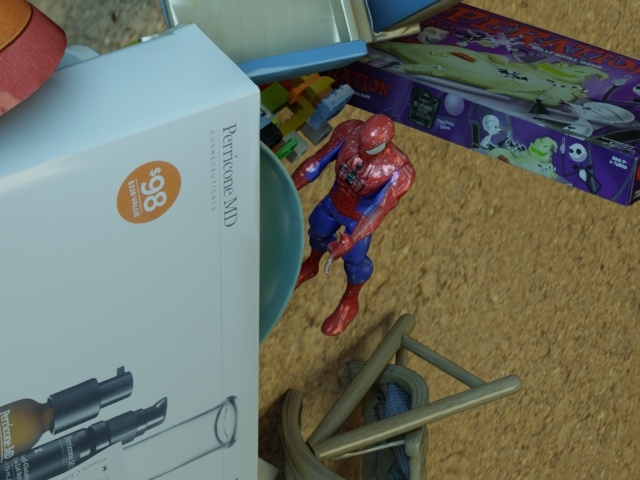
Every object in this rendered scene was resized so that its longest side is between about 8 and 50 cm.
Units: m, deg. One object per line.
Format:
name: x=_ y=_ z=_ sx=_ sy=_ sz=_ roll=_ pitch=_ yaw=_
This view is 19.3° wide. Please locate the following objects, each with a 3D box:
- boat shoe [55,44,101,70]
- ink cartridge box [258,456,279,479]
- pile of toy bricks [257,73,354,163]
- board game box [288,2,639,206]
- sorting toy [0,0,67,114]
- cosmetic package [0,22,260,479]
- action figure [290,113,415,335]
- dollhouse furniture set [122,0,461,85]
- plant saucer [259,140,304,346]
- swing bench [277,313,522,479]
boat shoe: x=-0.166 y=-0.057 z=1.381 sx=0.070 sy=0.077 sz=0.219 roll=-36 pitch=147 yaw=-39
ink cartridge box: x=-0.085 y=0.220 z=1.743 sx=0.063 sy=0.029 sz=0.115 roll=-61 pitch=149 yaw=-8
pile of toy bricks: x=-0.075 y=-0.095 z=1.471 sx=0.212 sy=0.105 sz=0.118 roll=-39 pitch=171 yaw=-37
board game box: x=0.156 y=-0.128 z=1.560 sx=0.208 sy=0.346 sz=0.056 roll=-21 pitch=126 yaw=-51
sorting toy: x=-0.295 y=-0.064 z=1.003 sx=0.365 sy=0.127 sz=0.126 roll=-46 pitch=128 yaw=-32
cosmetic package: x=-0.182 y=0.069 z=1.254 sx=0.284 sy=0.097 sz=0.377 roll=-23 pitch=137 yaw=-26
action figure: x=0.000 y=0.000 z=1.574 sx=0.139 sy=0.091 sz=0.280 roll=-40 pitch=163 yaw=-33
dollhouse furniture set: x=-0.049 y=-0.257 z=1.421 sx=0.303 sy=0.198 sz=0.286 roll=-15 pitch=89 yaw=-23
plant saucer: x=-0.165 y=0.023 z=1.348 sx=0.317 sy=0.044 sz=0.318 roll=-16 pitch=135 yaw=-17
swing bench: x=0.055 y=0.255 z=1.862 sx=0.254 sy=0.165 sz=0.253 roll=-30 pitch=136 yaw=-38
